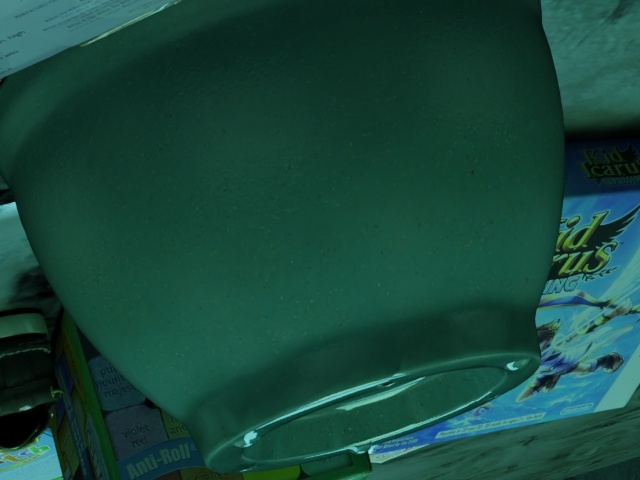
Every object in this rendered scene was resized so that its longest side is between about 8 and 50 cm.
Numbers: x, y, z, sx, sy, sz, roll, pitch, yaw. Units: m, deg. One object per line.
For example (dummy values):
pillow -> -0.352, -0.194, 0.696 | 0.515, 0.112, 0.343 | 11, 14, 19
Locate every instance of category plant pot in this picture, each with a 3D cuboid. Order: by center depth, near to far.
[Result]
plant pot -> 0.000, 0.000, 0.843 | 0.293, 0.196, 0.293 | -17, 164, -5

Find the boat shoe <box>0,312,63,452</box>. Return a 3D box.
boat shoe -> -0.234, 0.119, 1.226 | 0.081, 0.068, 0.228 | -12, 163, -18

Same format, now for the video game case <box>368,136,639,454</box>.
video game case -> 0.166, 0.038, 1.221 | 0.270, 0.061, 0.244 | -6, 134, -36

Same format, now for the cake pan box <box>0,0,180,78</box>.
cake pan box -> -0.109, -0.132, 0.520 | 0.267, 0.070, 0.246 | -22, 166, 16

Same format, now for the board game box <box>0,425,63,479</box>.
board game box -> -0.276, 0.197, 1.476 | 0.160, 0.039, 0.211 | -20, 160, 8

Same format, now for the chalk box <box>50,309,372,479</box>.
chalk box -> -0.085, 0.127, 1.209 | 0.180, 0.179, 0.289 | -13, 164, -18

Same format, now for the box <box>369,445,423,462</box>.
box -> 0.101, 0.122, 1.529 | 0.203, 0.103, 0.114 | -24, 163, 21
